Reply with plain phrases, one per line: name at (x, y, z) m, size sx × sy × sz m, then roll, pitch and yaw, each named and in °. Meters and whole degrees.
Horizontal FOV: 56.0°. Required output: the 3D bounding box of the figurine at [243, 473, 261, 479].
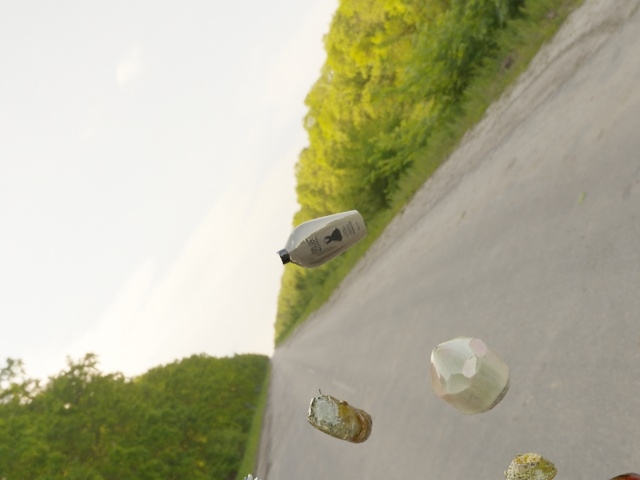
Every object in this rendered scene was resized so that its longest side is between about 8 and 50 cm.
figurine at (-0.124, 0.562, 1.348) m, size 0.060 × 0.106 × 0.047 m, roll -58°, pitch 2°, yaw 14°

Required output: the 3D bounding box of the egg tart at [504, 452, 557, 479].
egg tart at (0.509, 0.558, 1.471) m, size 0.130 × 0.130 × 0.052 m, roll -23°, pitch -85°, yaw -88°

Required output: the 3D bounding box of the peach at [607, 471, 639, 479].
peach at (0.741, 0.717, 1.486) m, size 0.245 × 0.275 × 0.248 m, roll -118°, pitch 15°, yaw -79°

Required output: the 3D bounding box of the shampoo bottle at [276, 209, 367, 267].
shampoo bottle at (0.000, 0.000, 1.653) m, size 0.257 × 0.127 × 0.078 m, roll -24°, pitch 9°, yaw -13°

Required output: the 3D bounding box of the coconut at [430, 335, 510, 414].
coconut at (0.325, 0.293, 1.355) m, size 0.171 × 0.183 × 0.171 m, roll -50°, pitch 7°, yaw 8°

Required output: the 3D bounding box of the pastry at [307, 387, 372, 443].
pastry at (0.044, 0.392, 1.319) m, size 0.081 × 0.153 × 0.153 m, roll -63°, pitch -1°, yaw -14°
